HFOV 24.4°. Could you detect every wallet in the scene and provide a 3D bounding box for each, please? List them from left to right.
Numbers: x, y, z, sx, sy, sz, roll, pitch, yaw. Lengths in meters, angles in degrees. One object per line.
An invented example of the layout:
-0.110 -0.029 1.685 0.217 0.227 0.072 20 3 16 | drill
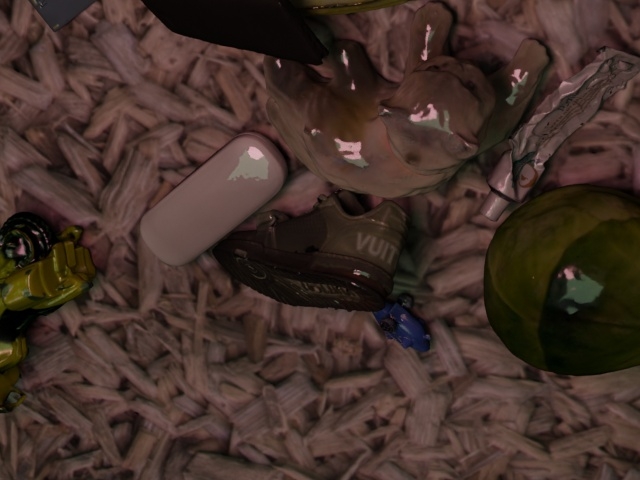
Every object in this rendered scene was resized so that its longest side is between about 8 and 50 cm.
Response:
-0.114 -0.259 1.711 0.244 0.025 0.124 17 162 34 | wallet

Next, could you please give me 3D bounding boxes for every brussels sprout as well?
0.323 0.046 1.682 0.271 0.210 0.219 2 120 2 | brussels sprout

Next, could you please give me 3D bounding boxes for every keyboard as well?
-0.287 -0.325 1.832 0.176 0.014 0.055 -31 101 29 | keyboard

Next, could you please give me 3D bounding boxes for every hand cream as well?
0.267 -0.122 1.690 0.084 0.050 0.257 16 123 -38 | hand cream

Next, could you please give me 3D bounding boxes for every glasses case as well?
-0.137 -0.050 1.881 0.092 0.059 0.233 47 120 -7 | glasses case

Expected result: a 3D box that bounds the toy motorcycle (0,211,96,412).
-0.439 0.114 2.022 0.342 0.142 0.206 -38 92 30 | toy motorcycle

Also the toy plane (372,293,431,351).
0.073 0.088 1.879 0.167 0.054 0.062 40 146 -2 | toy plane

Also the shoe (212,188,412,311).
-0.001 -0.002 1.835 0.293 0.149 0.109 11 154 46 | shoe

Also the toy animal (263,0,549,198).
0.063 -0.144 1.700 0.308 0.188 0.266 26 130 2 | toy animal

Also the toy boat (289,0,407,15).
0.017 -0.312 1.679 0.276 0.084 0.111 1 98 21 | toy boat
